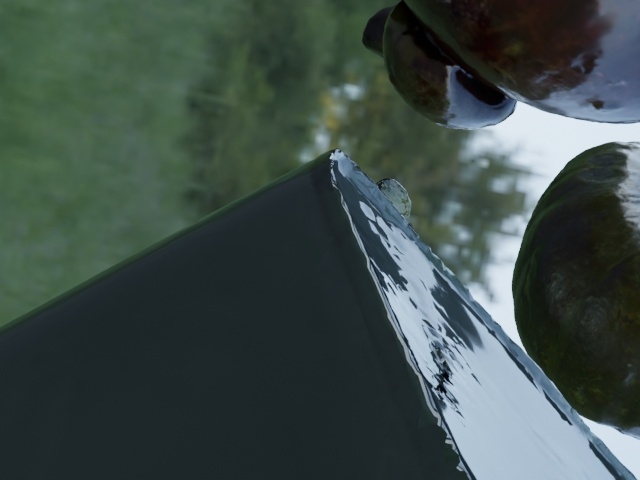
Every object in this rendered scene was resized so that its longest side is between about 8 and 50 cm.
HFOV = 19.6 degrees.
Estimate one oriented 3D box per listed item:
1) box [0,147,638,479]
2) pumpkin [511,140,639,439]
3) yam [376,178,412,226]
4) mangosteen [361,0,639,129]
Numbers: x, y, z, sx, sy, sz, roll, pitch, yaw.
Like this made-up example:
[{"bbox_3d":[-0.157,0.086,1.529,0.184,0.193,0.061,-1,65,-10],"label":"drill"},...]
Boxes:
[{"bbox_3d":[0.009,0.099,0.409,0.135,0.243,0.163,-33,-135,12],"label":"box"},{"bbox_3d":[0.303,0.049,1.608,0.232,0.325,0.242,-19,141,-56],"label":"pumpkin"},{"bbox_3d":[0.000,0.000,0.879,0.129,0.027,0.033,-25,-121,60],"label":"yam"},{"bbox_3d":[0.102,-0.147,0.852,0.257,0.215,0.215,-25,-127,44],"label":"mangosteen"}]
